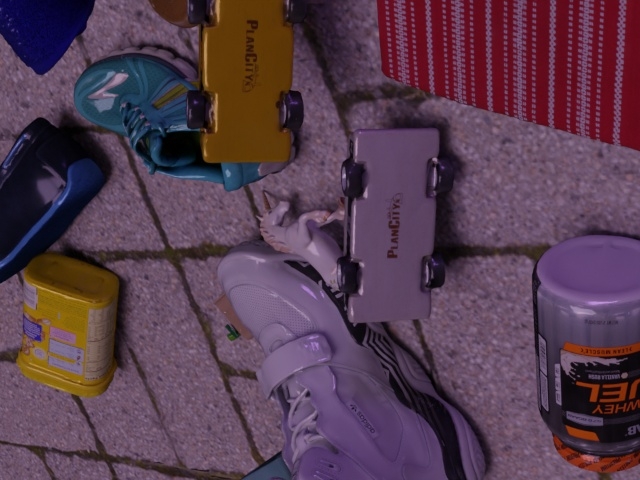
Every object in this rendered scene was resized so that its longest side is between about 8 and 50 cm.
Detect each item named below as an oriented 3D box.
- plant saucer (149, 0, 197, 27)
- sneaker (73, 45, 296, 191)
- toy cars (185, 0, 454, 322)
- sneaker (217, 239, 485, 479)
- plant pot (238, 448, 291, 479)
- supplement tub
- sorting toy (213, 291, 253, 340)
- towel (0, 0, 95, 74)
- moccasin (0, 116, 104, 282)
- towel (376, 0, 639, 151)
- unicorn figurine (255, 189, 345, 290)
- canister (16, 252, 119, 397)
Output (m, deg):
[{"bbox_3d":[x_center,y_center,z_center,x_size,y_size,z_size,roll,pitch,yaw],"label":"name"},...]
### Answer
[{"bbox_3d":[-0.149,-0.249,1.308,0.083,0.015,0.083,23,132,28],"label":"plant saucer"},{"bbox_3d":[-0.157,-0.122,1.337,0.275,0.110,0.107,20,131,31],"label":"sneaker"},{"bbox_3d":[-0.003,-0.094,1.194,0.394,0.176,0.087,48,-176,-21],"label":"toy cars"},{"bbox_3d":[-0.010,0.172,1.345,0.366,0.210,0.137,47,139,5],"label":"sneaker"},{"bbox_3d":[0.024,0.334,1.481,0.234,0.165,0.165,56,140,5],"label":"plant pot"},{"bbox_3d":[0.245,0.101,1.136,0.117,0.117,0.190,15,129,34],"label":"supplement tub"},{"bbox_3d":[-0.095,0.086,1.509,0.062,0.012,0.083,46,136,-3],"label":"sorting toy"},{"bbox_3d":[-0.312,-0.328,1.200,0.076,0.228,0.308,-26,125,19],"label":"towel"},{"bbox_3d":[-0.382,-0.037,1.611,0.342,0.137,0.117,-38,87,35],"label":"moccasin"},{"bbox_3d":[0.161,-0.188,1.065,0.275,0.031,0.199,21,133,32],"label":"towel"},{"bbox_3d":[0.000,0.000,1.324,0.162,0.060,0.111,54,134,1],"label":"unicorn figurine"},{"bbox_3d":[-0.320,0.107,1.667,0.126,0.073,0.170,18,130,7],"label":"canister"}]
